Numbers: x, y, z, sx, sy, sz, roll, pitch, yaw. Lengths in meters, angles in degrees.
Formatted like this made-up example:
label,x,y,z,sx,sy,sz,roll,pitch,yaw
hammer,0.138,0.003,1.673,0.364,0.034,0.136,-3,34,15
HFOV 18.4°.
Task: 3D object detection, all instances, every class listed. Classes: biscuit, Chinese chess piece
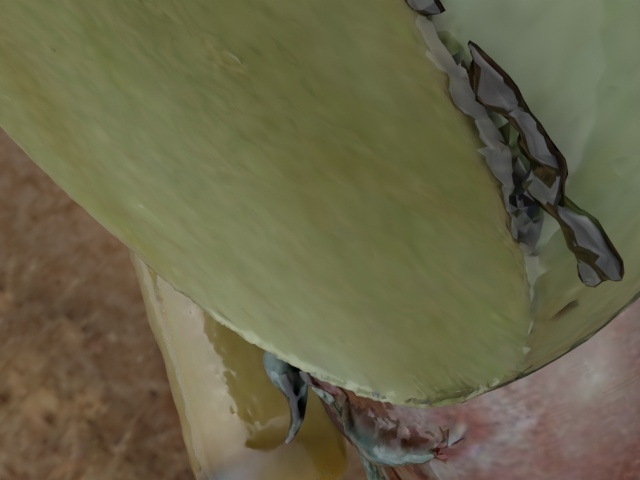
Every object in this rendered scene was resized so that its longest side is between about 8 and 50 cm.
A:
label,x,y,z,sx,sy,sz,roll,pitch,yaw
biscuit,0.000,0.000,1.176,0.062,0.237,0.290,-28,76,61
Chinese chess piece,-0.010,-0.067,0.422,0.238,0.092,0.238,37,157,19

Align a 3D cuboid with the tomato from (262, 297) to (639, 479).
label,x,y,z,sx,sy,sz,roll,pitch,yaw
tomato,0.092,-0.001,0.878,0.282,0.317,0.316,-35,105,-6
